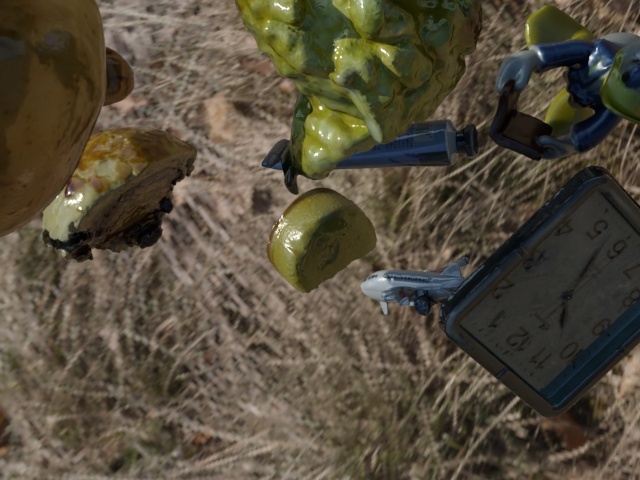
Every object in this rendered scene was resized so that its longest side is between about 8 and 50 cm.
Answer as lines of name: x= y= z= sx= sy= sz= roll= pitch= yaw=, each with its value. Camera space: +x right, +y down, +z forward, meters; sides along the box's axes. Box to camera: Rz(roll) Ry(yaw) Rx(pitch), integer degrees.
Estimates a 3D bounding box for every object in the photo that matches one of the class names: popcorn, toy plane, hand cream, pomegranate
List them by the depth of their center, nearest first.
popcorn: x=0.039 y=-0.222 z=1.285 sx=0.237 sy=0.293 sz=0.293 roll=-14 pitch=102 yaw=4
pomegranate: x=-0.391 y=-0.180 z=1.411 sx=0.410 sy=0.410 sz=0.410 roll=5 pitch=108 yaw=16
hand cream: x=0.059 y=-0.113 z=1.529 sx=0.256 sy=0.088 sz=0.055 roll=-1 pitch=118 yaw=19
toy plane: x=0.127 y=0.063 z=1.710 sx=0.171 sy=0.162 sz=0.066 roll=-13 pitch=100 yaw=38

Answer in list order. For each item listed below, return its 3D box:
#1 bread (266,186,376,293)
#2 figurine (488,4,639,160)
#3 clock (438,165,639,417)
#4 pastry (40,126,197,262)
bread: x=0.000 y=-0.009 z=1.818 sx=0.086 sy=0.156 sz=0.125 roll=42 pitch=155 yaw=43
figurine: x=0.332 y=-0.210 z=1.578 sx=0.338 sy=0.283 sz=0.205 roll=-14 pitch=97 yaw=65
clock: x=0.309 y=0.067 z=1.603 sx=0.279 sy=0.049 sz=0.273 roll=-44 pitch=127 yaw=8
pastry: x=-0.336 y=-0.098 z=2.068 sx=0.170 sy=0.256 sz=0.237 roll=48 pitch=125 yaw=19
